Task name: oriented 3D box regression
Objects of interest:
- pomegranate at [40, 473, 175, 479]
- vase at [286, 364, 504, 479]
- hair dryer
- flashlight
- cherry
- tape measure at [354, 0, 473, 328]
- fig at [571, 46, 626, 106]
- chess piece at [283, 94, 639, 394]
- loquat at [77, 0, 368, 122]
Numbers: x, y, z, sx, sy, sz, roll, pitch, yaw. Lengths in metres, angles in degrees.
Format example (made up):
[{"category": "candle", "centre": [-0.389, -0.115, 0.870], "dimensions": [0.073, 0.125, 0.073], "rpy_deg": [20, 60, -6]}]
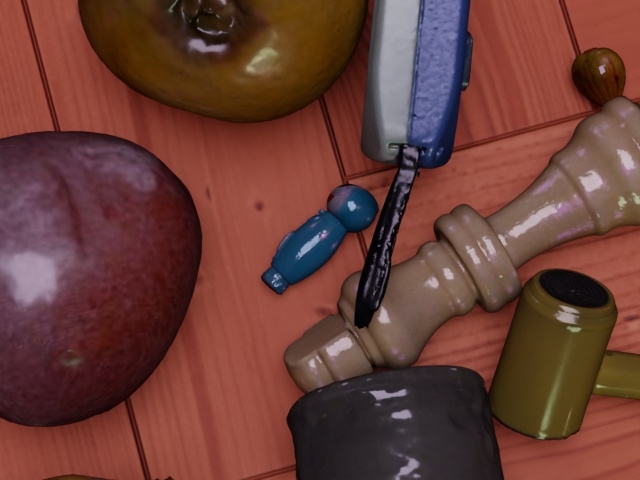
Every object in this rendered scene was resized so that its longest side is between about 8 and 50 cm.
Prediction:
[{"category": "pomegranate", "centre": [-0.188, 0.316, 1.641], "dimensions": [0.264, 0.264, 0.264], "rpy_deg": [0, 79, -1]}, {"category": "vase", "centre": [0.084, 0.264, 1.671], "dimensions": [0.245, 0.245, 0.291], "rpy_deg": [-7, 75, -2]}, {"category": "hair dryer", "centre": [0.300, 0.113, 1.757], "dimensions": [0.278, 0.090, 0.135], "rpy_deg": [9, 116, -12]}, {"category": "flashlight", "centre": [0.000, 0.000, 1.806], "dimensions": [0.051, 0.051, 0.129], "rpy_deg": [44, 85, 7]}, {"category": "cherry", "centre": [-0.233, 0.024, 1.716], "dimensions": [0.307, 0.221, 0.261], "rpy_deg": [-32, 83, -25]}, {"category": "tape measure", "centre": [0.081, -0.103, 1.758], "dimensions": [0.098, 0.215, 0.351], "rpy_deg": [8, 97, 1]}, {"category": "fig", "centre": [0.273, -0.144, 1.841], "dimensions": [0.050, 0.050, 0.083], "rpy_deg": [-31, 99, -6]}, {"category": "chess piece", "centre": [0.140, 0.017, 1.774], "dimensions": [0.397, 0.117, 0.117], "rpy_deg": [-32, 81, -5]}, {"category": "loquat", "centre": [-0.079, -0.238, 1.747], "dimensions": [0.275, 0.275, 0.275], "rpy_deg": [0, 79, -1]}]
